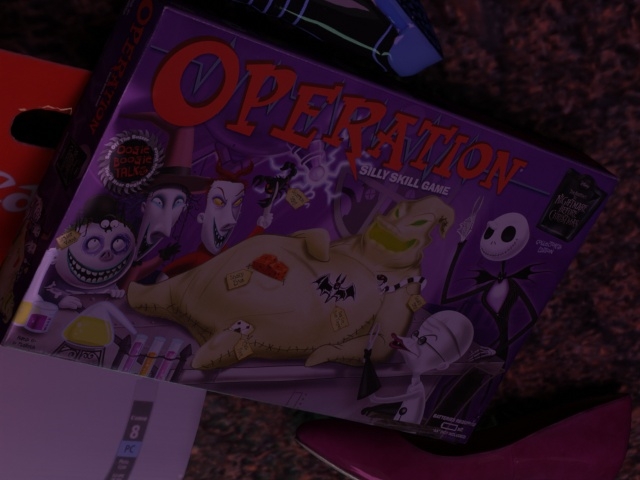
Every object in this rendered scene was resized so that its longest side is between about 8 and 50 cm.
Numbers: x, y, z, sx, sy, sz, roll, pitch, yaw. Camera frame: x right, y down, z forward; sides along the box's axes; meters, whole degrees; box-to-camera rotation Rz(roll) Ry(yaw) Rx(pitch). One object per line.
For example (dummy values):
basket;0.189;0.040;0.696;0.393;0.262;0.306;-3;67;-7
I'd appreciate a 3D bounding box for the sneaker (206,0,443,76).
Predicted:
sneaker;-0.032;-0.155;0.839;0.090;0.081;0.232;-36;122;19

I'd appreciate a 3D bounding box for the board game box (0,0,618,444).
board game box;0.000;0.000;0.930;0.347;0.056;0.208;16;105;-36

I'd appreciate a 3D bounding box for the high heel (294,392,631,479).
high heel;0.107;0.134;1.135;0.244;0.082;0.117;18;95;-13

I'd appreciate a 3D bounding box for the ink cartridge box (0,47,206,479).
ink cartridge box;-0.187;0.075;0.931;0.308;0.091;0.385;11;129;-42
